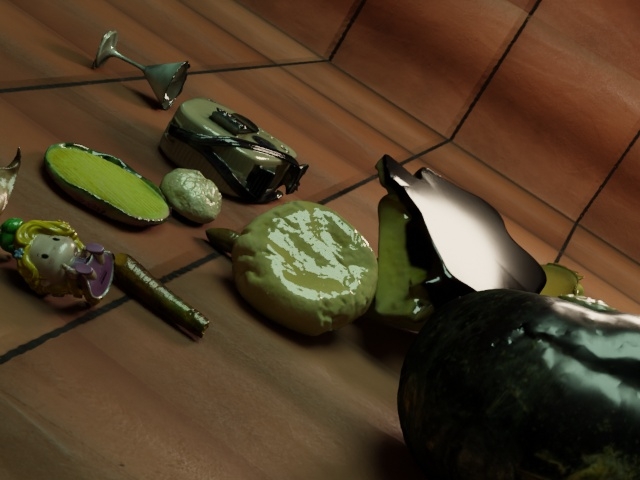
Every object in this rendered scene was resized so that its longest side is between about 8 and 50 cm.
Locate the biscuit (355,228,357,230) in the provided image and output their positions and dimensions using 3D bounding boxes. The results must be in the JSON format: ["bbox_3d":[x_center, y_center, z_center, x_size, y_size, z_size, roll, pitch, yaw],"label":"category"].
[{"bbox_3d":[0.000,0.000,2.093,0.108,0.061,0.239,34,19,6],"label":"biscuit"}]

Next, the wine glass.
[{"bbox_3d":[-0.381,-0.367,2.369,0.183,0.122,0.122,27,18,2],"label":"wine glass"}]

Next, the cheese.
[{"bbox_3d":[-0.025,0.047,1.777,0.226,0.117,0.214,43,51,17],"label":"cheese"}]

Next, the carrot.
[{"bbox_3d":[-0.224,0.078,1.568,0.171,0.042,0.042,35,19,9],"label":"carrot"}]

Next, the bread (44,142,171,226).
[{"bbox_3d":[-0.347,-0.088,1.818,0.229,0.033,0.228,30,17,-10],"label":"bread"}]

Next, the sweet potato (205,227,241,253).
[{"bbox_3d":[-0.112,0.025,1.872,0.182,0.053,0.054,28,57,-2],"label":"sweet potato"}]

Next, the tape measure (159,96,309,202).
[{"bbox_3d":[-0.166,-0.172,2.173,0.271,0.133,0.231,35,18,1],"label":"tape measure"}]

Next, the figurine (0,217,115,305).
[{"bbox_3d":[-0.345,0.033,1.456,0.156,0.115,0.094,16,50,12],"label":"figurine"}]

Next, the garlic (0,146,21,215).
[{"bbox_3d":[-0.477,-0.055,1.414,0.115,0.128,0.207,-7,-1,20],"label":"garlic"}]

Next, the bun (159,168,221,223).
[{"bbox_3d":[-0.220,-0.082,1.932,0.115,0.069,0.115,33,14,-9],"label":"bun"}]

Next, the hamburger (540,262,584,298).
[{"bbox_3d":[0.409,0.153,2.143,0.237,0.237,0.148,-101,171,-66],"label":"hamburger"}]

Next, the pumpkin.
[{"bbox_3d":[0.321,0.243,1.526,0.455,0.343,0.454,15,2,0],"label":"pumpkin"}]

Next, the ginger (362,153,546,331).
[{"bbox_3d":[0.190,0.048,2.001,0.413,0.211,0.358,3,50,-50],"label":"ginger"}]
